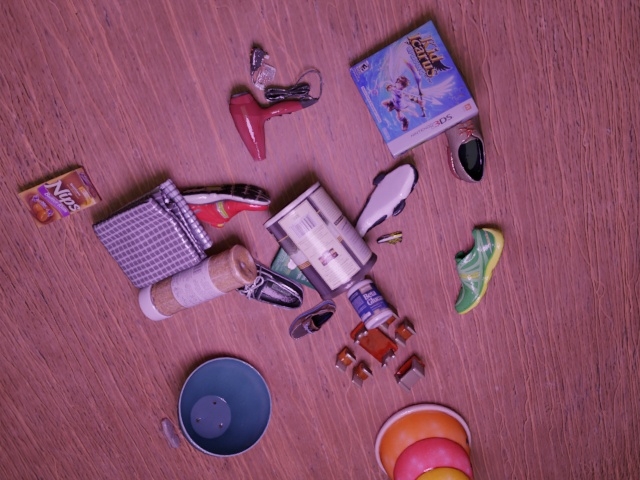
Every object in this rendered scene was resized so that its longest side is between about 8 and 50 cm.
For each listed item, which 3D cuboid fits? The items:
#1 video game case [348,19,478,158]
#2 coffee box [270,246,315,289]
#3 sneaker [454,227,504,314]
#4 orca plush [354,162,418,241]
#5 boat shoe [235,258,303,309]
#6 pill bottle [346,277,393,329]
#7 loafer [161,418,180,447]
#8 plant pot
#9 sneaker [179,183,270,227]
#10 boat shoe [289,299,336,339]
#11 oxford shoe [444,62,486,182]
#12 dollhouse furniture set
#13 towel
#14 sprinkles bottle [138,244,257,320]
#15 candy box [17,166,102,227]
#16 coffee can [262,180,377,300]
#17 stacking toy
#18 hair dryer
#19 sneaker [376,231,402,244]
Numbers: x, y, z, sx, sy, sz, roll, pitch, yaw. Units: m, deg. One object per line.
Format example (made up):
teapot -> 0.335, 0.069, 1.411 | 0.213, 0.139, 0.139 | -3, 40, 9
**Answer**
video game case -> 0.242, -0.394, 1.228 | 0.244, 0.061, 0.270 | -27, 86, 11
coffee box -> -0.051, 0.076, 1.441 | 0.184, 0.040, 0.113 | 25, 104, -11
sneaker -> 0.477, 0.092, 1.464 | 0.123, 0.109, 0.296 | 20, 110, 14
orca plush -> 0.206, -0.093, 1.372 | 0.102, 0.151, 0.287 | 15, 107, -42
boat shoe -> -0.195, 0.136, 1.418 | 0.306, 0.105, 0.113 | 27, 105, -12
pill bottle -> 0.139, 0.179, 1.426 | 0.094, 0.094, 0.169 | -37, 67, 9
loafer -> -0.531, 0.676, 1.615 | 0.039, 0.045, 0.125 | -14, 112, 8
plant pot -> -0.326, 0.546, 1.487 | 0.290, 0.290, 0.195 | 28, 141, -12
sneaker -> -0.277, -0.094, 1.346 | 0.278, 0.107, 0.119 | 0, 115, 7
boat shoe -> -0.029, 0.262, 1.492 | 0.183, 0.066, 0.066 | -42, 106, 10
oxford shoe -> 0.398, -0.325, 1.286 | 0.122, 0.130, 0.349 | -22, 109, 5
dollhouse furniture set -> 0.217, 0.370, 1.535 | 0.259, 0.135, 0.262 | 42, 102, -4
towel -> -0.475, -0.006, 1.306 | 0.283, 0.121, 0.235 | -21, 109, 26
sprinkles bottle -> -0.359, 0.127, 1.349 | 0.355, 0.121, 0.121 | -22, 110, 21
candy box -> -0.739, -0.124, 1.322 | 0.186, 0.053, 0.109 | -23, 108, 3
coffee can -> 0.000, 0.000, 1.312 | 0.201, 0.201, 0.275 | -37, 97, 9
stacking toy -> 0.381, 0.804, 1.487 | 0.350, 0.480, 0.351 | -1, 109, -3
hair dryer -> -0.136, -0.354, 1.269 | 0.223, 0.080, 0.294 | 22, 106, -12
sneaker -> 0.216, 0.001, 1.438 | 0.083, 0.031, 0.035 | -16, 110, 2
